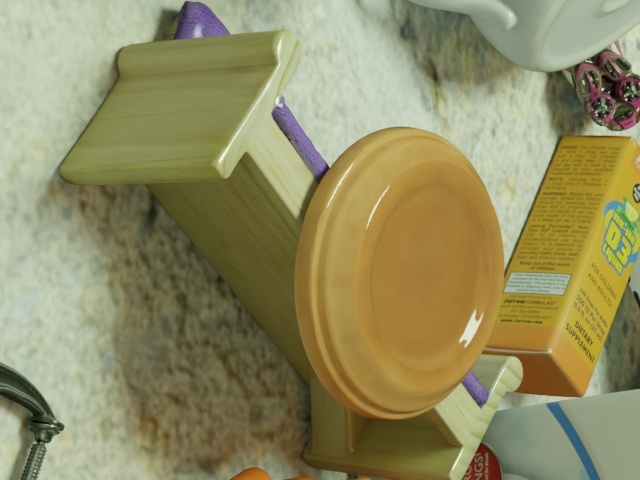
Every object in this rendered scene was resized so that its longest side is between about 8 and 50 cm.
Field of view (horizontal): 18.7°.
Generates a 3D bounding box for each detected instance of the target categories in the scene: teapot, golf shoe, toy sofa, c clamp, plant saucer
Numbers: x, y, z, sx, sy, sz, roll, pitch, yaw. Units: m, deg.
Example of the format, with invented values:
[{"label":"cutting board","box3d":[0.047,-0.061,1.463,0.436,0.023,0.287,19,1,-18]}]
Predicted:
[{"label":"teapot","box3d":[0.190,-0.270,1.571,0.187,0.252,0.256,50,17,17]},{"label":"golf shoe","box3d":[0.228,-0.184,1.725,0.086,0.067,0.186,-99,166,-81]},{"label":"toy sofa","box3d":[0.000,0.000,1.378,0.362,0.150,0.177,54,53,-35]},{"label":"c clamp","box3d":[-0.206,0.161,1.238,0.137,0.022,0.160,25,73,-42]},{"label":"plant saucer","box3d":[0.063,0.023,1.307,0.200,0.037,0.200,-6,98,-46]}]

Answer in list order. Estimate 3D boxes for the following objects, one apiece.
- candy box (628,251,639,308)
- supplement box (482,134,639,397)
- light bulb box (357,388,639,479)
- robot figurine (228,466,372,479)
[{"label":"candy box","box3d":[0.363,0.021,1.743,0.070,0.165,0.196,4,59,-50]},{"label":"supplement box","box3d":[0.220,0.019,1.695,0.078,0.080,0.233,49,53,-40]},{"label":"light bulb box","box3d":[0.224,0.307,1.440,0.225,0.361,0.358,23,62,-47]},{"label":"robot figurine","box3d":[-0.029,0.253,1.360,0.219,0.128,0.158,-37,142,-43]}]
